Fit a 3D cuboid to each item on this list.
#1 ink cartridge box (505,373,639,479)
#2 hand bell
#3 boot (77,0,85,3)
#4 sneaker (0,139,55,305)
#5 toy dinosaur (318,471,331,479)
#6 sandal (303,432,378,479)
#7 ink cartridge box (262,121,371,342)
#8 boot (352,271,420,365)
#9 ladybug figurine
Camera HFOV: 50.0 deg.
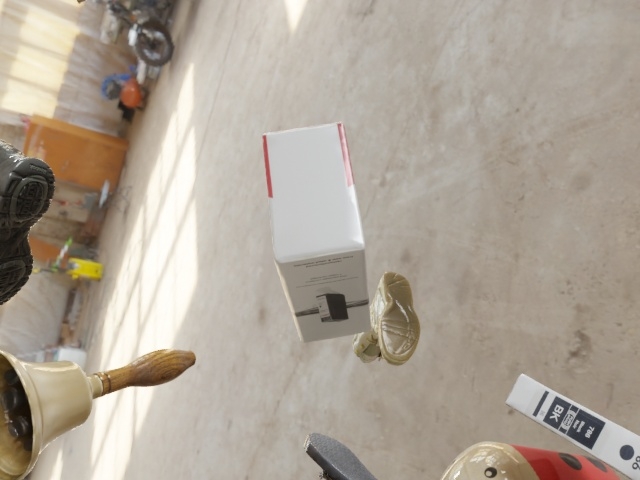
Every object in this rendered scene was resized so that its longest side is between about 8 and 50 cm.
[{"bbox_3d":[0.445,0.309,1.009,0.065,0.165,0.332,-61,30,-4],"label":"ink cartridge box"},{"bbox_3d":[-0.224,0.151,0.720,0.126,0.242,0.126,4,96,37],"label":"hand bell"},{"bbox_3d":[-0.322,-0.400,0.920,0.158,0.084,0.059,60,174,7],"label":"boot"},{"bbox_3d":[-0.477,-0.015,0.979,0.130,0.109,0.286,35,107,19],"label":"sneaker"},{"bbox_3d":[0.027,0.477,1.313,0.090,0.082,0.047,-36,36,18],"label":"toy dinosaur"},{"bbox_3d":[0.059,0.425,1.174,0.254,0.097,0.054,37,101,29],"label":"sandal"},{"bbox_3d":[0.000,0.000,0.966,0.273,0.114,0.197,81,-179,-61],"label":"ink cartridge box"},{"bbox_3d":[0.117,0.184,1.289,0.213,0.077,0.165,-88,18,-51],"label":"boot"},{"bbox_3d":[0.403,0.465,1.256,0.305,0.449,0.162,-13,64,53],"label":"ladybug figurine"}]
